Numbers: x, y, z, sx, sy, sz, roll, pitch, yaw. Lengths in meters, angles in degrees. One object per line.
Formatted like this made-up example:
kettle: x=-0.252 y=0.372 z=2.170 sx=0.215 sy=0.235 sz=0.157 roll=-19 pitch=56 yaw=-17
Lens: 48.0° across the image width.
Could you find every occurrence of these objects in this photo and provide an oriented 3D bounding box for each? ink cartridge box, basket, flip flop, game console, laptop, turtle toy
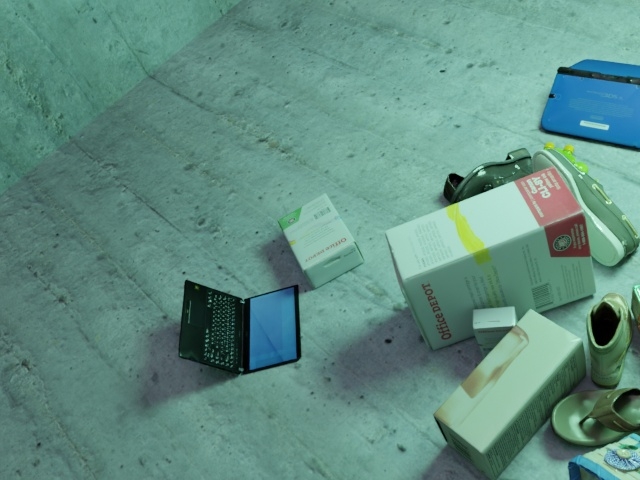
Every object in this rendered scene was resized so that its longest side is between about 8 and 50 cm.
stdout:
ink cartridge box: x=0.363 y=0.046 z=1.543 sx=0.385 sy=0.279 sz=0.160 roll=-21 pitch=45 yaw=7
basket: x=0.484 y=0.464 z=1.169 sx=0.289 sy=0.201 sz=0.255 roll=-34 pitch=29 yaw=-16
flip flop: x=0.572 y=0.321 z=1.345 sx=0.277 sy=0.080 sz=0.112 roll=-7 pitch=54 yaw=17
ink cartridge box: x=0.376 y=0.195 z=1.519 sx=0.089 sy=0.122 sz=0.052 roll=-7 pitch=50 yaw=20
game console: x=0.770 y=-0.365 z=1.882 sx=0.293 sy=0.173 sz=0.250 roll=20 pitch=94 yaw=37
ink cartridge box: x=0.000 y=0.000 z=1.888 sx=0.154 sy=0.093 sz=0.212 roll=-30 pitch=44 yaw=0
laptop: x=-0.197 y=0.195 z=1.782 sx=0.136 sy=0.264 sz=0.234 roll=-47 pitch=33 yaw=36
turtle toy: x=0.596 y=-0.185 z=1.781 sx=0.130 sy=0.066 sz=0.095 roll=14 pitch=61 yaw=33

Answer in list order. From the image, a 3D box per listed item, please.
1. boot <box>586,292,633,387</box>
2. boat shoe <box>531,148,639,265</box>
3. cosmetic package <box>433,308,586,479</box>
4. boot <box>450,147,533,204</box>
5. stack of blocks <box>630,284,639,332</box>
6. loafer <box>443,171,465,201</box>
boot: x=0.571 y=0.161 z=1.425 sx=0.077 sy=0.165 sz=0.213 roll=4 pitch=53 yaw=28
boat shoe: x=0.593 y=-0.087 z=1.616 sx=0.091 sy=0.109 sz=0.305 roll=-27 pitch=74 yaw=-20
cosmetic package: x=0.375 y=0.300 z=1.411 sx=0.296 sy=0.153 sz=0.129 roll=-42 pitch=48 yaw=-14
boot: x=0.466 y=-0.088 z=1.695 sx=0.263 sy=0.091 sz=0.229 roll=-28 pitch=68 yaw=-12
stack of blocks: x=0.775 y=0.117 z=1.409 sx=0.297 sy=0.087 sz=0.171 roll=-13 pitch=49 yaw=10
loafer: x=0.389 y=-0.105 z=1.800 sx=0.220 sy=0.078 sz=0.080 roll=31 pitch=69 yaw=38
